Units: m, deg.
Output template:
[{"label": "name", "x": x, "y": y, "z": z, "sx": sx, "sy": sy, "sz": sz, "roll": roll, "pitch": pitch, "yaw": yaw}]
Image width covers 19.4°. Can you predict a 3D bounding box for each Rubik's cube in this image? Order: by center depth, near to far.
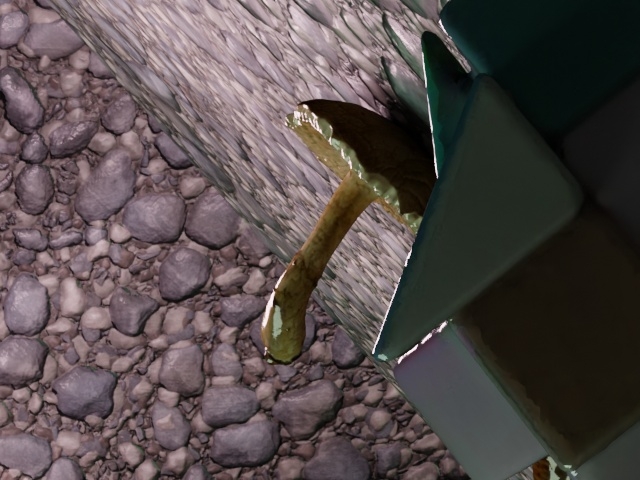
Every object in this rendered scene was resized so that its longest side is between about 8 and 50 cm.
[{"label": "Rubik's cube", "x": 0.201, "y": -0.007, "z": 1.017, "sx": 0.368, "sy": 0.358, "sz": 0.387, "roll": 52, "pitch": 180, "yaw": -28}]

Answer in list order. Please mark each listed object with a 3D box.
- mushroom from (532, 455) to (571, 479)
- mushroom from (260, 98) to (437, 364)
[{"label": "mushroom", "x": 0.357, "y": 0.260, "z": 1.908, "sx": 0.195, "sy": 0.263, "sz": 0.283, "roll": -7, "pitch": -122, "yaw": -54}, {"label": "mushroom", "x": 0.034, "y": -0.002, "z": 2.098, "sx": 0.208, "sy": 0.301, "sz": 0.233, "roll": 8, "pitch": 173, "yaw": 17}]
